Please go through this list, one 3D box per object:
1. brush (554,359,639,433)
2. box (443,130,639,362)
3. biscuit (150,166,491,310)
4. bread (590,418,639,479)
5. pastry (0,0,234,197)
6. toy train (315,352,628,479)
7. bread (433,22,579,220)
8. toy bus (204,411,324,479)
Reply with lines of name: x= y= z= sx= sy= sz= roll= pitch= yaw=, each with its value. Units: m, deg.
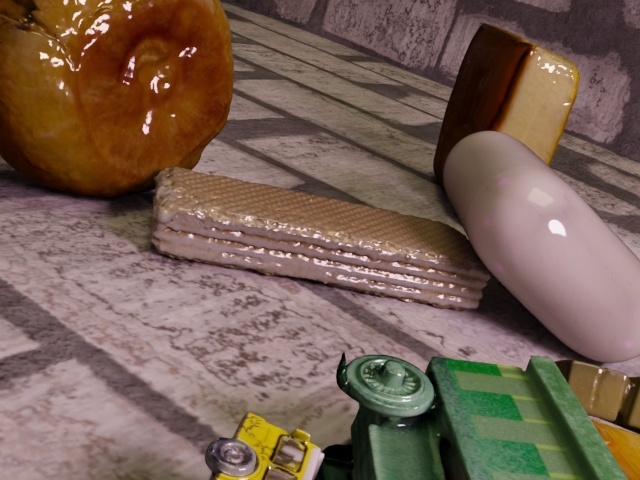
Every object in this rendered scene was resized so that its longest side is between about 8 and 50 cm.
brush: x=0.268 y=0.154 z=0.763 sx=0.103 sy=0.047 sz=0.233 roll=16 pitch=-8 yaw=8
box: x=0.298 y=-0.004 z=1.036 sx=0.288 sy=0.141 sz=0.349 roll=44 pitch=15 yaw=-16
biscuit: x=0.000 y=0.000 z=0.971 sx=0.425 sy=0.079 sz=0.144 roll=11 pitch=23 yaw=-16
bread: x=0.239 y=0.228 z=0.567 sx=0.094 sy=0.102 sz=0.245 roll=17 pitch=21 yaw=-20
pastry: x=-0.261 y=-0.212 z=0.970 sx=0.163 sy=0.356 sz=0.355 roll=22 pitch=19 yaw=40
toy train: x=0.101 y=0.181 z=0.517 sx=0.202 sy=0.120 sz=0.301 roll=7 pitch=21 yaw=-6
bread: x=0.323 y=-0.214 z=1.424 sx=0.143 sy=0.324 sz=0.333 roll=14 pitch=20 yaw=-8
toy bus: x=-0.058 y=0.190 z=0.443 sx=0.074 sy=0.081 sz=0.226 roll=20 pitch=21 yaw=3
